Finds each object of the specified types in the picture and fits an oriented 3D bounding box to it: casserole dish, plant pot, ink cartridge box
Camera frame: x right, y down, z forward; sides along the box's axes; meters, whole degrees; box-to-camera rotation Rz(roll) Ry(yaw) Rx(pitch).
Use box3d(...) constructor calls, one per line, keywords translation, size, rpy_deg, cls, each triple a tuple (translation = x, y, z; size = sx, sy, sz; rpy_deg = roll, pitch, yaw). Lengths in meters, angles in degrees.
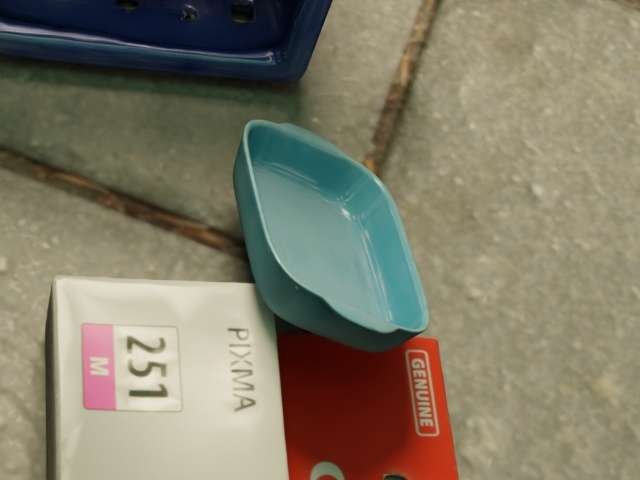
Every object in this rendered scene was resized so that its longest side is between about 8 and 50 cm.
box3d(translation=(0.000, 0.000, 1.031), size=(0.114, 0.037, 0.188), rpy_deg=(23, 31, -27), cls="casserole dish")
box3d(translation=(-0.103, -0.261, 1.105), size=(0.236, 0.236, 0.212), rpy_deg=(5, 49, -13), cls="plant pot")
box3d(translation=(-0.026, 0.151, 0.945), size=(0.239, 0.060, 0.275), rpy_deg=(2, 56, -13), cls="ink cartridge box")
